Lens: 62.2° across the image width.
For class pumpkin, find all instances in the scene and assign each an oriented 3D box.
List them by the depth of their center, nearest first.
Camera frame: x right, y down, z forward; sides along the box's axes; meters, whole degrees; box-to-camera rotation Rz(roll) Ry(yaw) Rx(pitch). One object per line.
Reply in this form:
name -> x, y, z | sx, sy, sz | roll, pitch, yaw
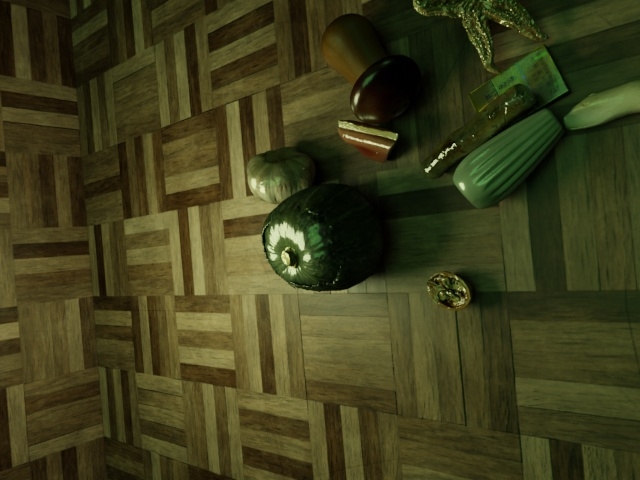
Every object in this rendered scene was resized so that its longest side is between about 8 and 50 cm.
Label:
pumpkin -> 0.000, 0.000, 1.439 | 0.327, 0.257, 0.291 | -22, 96, 48

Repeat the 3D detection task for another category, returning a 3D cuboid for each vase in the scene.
vase -> 0.415, -0.183, 1.166 | 0.248, 0.128, 0.128 | -42, 66, 24

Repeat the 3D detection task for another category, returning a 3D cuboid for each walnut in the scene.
walnut -> 0.323, 0.122, 1.301 | 0.121, 0.052, 0.091 | 24, 109, 39

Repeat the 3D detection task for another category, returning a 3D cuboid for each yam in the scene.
yam -> 0.349, -0.242, 1.217 | 0.067, 0.071, 0.317 | 41, 137, -8

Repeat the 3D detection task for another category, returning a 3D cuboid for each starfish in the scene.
starfish -> 0.370, -0.524, 1.147 | 0.299, 0.060, 0.302 | -27, 104, 23

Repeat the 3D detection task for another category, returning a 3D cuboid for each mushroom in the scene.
mushroom -> 0.593, -0.268, 1.045 | 0.209, 0.071, 0.084 | -10, 115, 43

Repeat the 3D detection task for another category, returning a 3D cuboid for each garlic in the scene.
garlic -> -0.108, -0.157, 1.585 | 0.218, 0.218, 0.212 | 25, 137, 36

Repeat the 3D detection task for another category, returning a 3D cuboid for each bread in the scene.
bread -> 0.140, -0.264, 1.405 | 0.192, 0.119, 0.067 | 26, 79, 35

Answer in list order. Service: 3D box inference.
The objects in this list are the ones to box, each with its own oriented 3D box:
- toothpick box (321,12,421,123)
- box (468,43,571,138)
toothpick box -> 0.125, -0.438, 1.356 | 0.192, 0.192, 0.294 | -47, 58, 32
box -> 0.441, -0.329, 1.191 | 0.193, 0.030, 0.121 | -31, 73, 36
